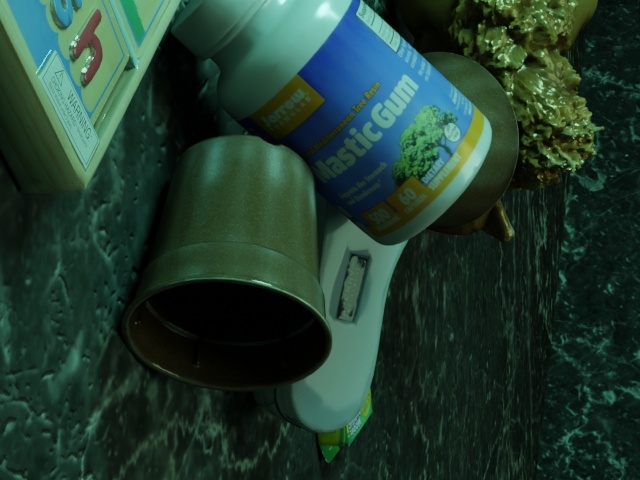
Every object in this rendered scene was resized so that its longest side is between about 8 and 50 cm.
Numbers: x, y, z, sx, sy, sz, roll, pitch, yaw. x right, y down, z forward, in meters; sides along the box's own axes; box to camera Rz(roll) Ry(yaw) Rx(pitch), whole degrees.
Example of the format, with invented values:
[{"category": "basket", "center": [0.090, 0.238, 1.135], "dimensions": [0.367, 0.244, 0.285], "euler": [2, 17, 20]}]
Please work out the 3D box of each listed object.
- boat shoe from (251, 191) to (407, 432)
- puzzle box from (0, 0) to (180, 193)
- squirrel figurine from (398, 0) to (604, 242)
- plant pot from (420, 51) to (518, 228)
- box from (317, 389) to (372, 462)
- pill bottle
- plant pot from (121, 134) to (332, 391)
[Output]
[{"category": "boat shoe", "center": [0.006, 0.004, 1.312], "dimensions": [0.136, 0.156, 0.367], "euler": [16, 85, -36]}, {"category": "puzzle box", "center": [-0.198, -0.267, 0.840], "dimensions": [0.272, 0.052, 0.409], "euler": [-74, 155, -42]}, {"category": "squirrel figurine", "center": [0.204, -0.179, 1.702], "dimensions": [0.397, 0.281, 0.370], "euler": [-117, -136, -78]}, {"category": "plant pot", "center": [0.079, -0.109, 1.481], "dimensions": [0.230, 0.215, 0.215], "euler": [-10, 100, -56]}, {"category": "box", "center": [0.024, 0.160, 1.516], "dimensions": [0.105, 0.043, 0.179], "euler": [-44, 133, -65]}, {"category": "pill bottle", "center": [0.006, -0.134, 1.136], "dimensions": [0.272, 0.152, 0.152], "euler": [40, 39, -16]}, {"category": "plant pot", "center": [-0.071, 0.013, 1.074], "dimensions": [0.167, 0.167, 0.165], "euler": [67, 21, -50]}]
